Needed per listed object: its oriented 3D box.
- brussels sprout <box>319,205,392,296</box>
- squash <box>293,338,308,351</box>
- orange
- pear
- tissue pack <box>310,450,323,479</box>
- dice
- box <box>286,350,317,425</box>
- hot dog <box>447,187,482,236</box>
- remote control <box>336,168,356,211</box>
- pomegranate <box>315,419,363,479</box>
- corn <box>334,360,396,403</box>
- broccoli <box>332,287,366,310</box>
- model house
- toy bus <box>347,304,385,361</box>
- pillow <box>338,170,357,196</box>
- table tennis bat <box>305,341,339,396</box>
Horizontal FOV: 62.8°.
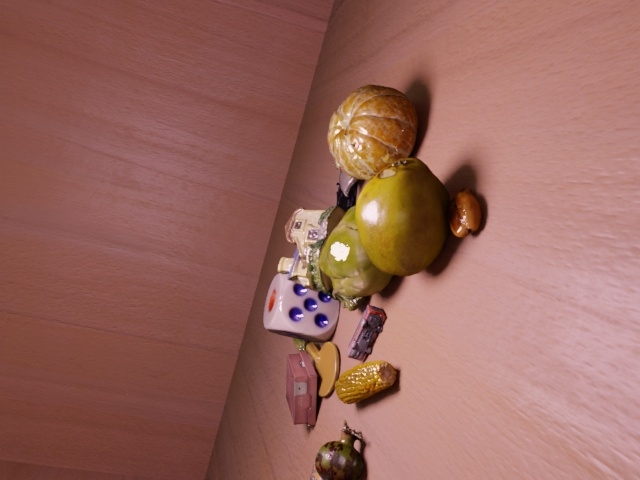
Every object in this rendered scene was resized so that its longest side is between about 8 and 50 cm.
[{"bbox_3d":[0.119,0.041,1.642,0.316,0.243,0.273,123,158,-43],"label":"brussels sprout"},{"bbox_3d":[-0.095,0.327,2.362,0.118,0.118,0.370,125,152,-51],"label":"squash"},{"bbox_3d":[0.172,-0.362,1.763,0.329,0.249,0.329,-16,70,50],"label":"orange"},{"bbox_3d":[0.218,-0.059,1.398,0.269,0.269,0.321,-122,30,-69],"label":"pear"},{"bbox_3d":[0.010,0.777,1.689,0.115,0.065,0.155,-163,88,-75],"label":"tissue pack"},{"bbox_3d":[-0.078,0.269,2.107,0.259,0.251,0.243,144,140,-66],"label":"dice"},{"bbox_3d":[-0.077,0.573,2.038,0.215,0.086,0.215,-131,41,-71],"label":"box"},{"bbox_3d":[0.354,-0.071,1.288,0.089,0.060,0.140,-57,31,39],"label":"hot dog"},{"bbox_3d":[0.105,-0.191,2.225,0.144,0.062,0.398,135,146,-60],"label":"remote control"},{"bbox_3d":[0.067,0.634,1.526,0.169,0.148,0.148,-50,15,-5],"label":"pomegranate"},{"bbox_3d":[0.123,0.419,1.559,0.310,0.102,0.101,126,154,-56],"label":"corn"},{"bbox_3d":[0.103,0.178,1.802,0.130,0.120,0.131,128,149,-69],"label":"broccoli"},{"bbox_3d":[-0.029,0.030,1.912,0.266,0.261,0.321,5,73,35],"label":"model house"},{"bbox_3d":[0.143,0.294,1.669,0.077,0.065,0.192,-92,22,-64],"label":"toy bus"},{"bbox_3d":[0.144,-0.305,2.077,0.255,0.059,0.169,-55,26,28],"label":"pillow"},{"bbox_3d":[0.004,0.470,2.013,0.321,0.050,0.198,-146,69,-70],"label":"table tennis bat"}]
